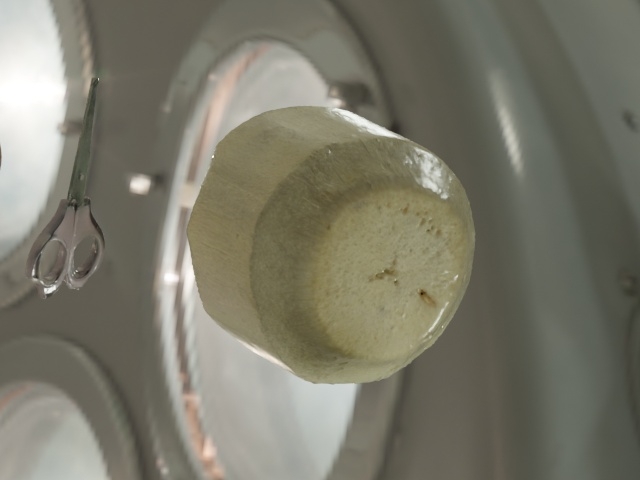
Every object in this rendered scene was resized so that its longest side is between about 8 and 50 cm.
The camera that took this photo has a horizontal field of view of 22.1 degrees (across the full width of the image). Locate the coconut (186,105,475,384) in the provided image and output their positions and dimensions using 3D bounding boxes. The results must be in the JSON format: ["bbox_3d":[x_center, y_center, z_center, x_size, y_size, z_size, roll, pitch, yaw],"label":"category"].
[{"bbox_3d":[0.000,0.000,1.484,0.266,0.237,0.237,33,-73,56],"label":"coconut"}]

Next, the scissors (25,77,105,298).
[{"bbox_3d":[-0.202,-0.044,1.369,0.015,0.100,0.189,20,-74,25],"label":"scissors"}]

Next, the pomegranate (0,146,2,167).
[{"bbox_3d":[-0.462,-0.092,1.867,0.209,0.209,0.209,-15,-110,48],"label":"pomegranate"}]
